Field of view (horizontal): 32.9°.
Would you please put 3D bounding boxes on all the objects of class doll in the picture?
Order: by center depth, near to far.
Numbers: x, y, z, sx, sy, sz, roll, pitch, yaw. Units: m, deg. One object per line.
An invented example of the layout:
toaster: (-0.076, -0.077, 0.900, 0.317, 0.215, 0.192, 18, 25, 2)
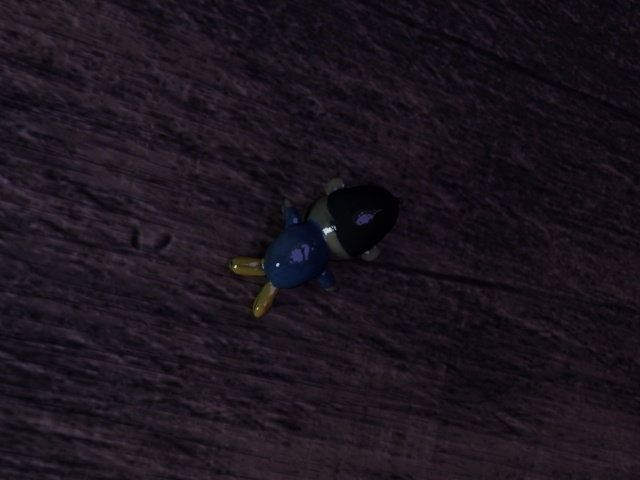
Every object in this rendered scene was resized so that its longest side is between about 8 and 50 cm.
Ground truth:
doll: (0.000, 0.000, 1.044, 0.179, 0.089, 0.102, -27, 98, -5)
